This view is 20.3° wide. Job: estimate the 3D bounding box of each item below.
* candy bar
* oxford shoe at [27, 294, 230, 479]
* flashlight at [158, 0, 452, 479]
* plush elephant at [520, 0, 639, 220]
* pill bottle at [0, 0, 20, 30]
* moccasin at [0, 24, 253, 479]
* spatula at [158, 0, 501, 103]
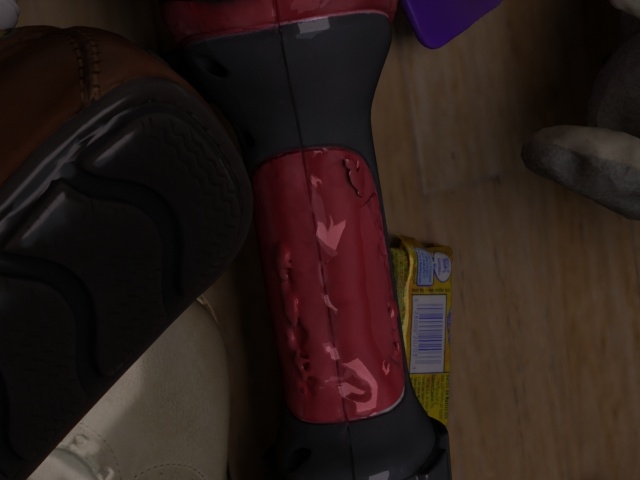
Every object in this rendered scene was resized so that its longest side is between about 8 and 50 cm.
[{"bbox_3d":[0.042,0.077,0.814,0.040,0.018,0.161,2,91,-33],"label":"candy bar"},{"bbox_3d":[-0.098,0.197,0.647,0.140,0.146,0.397,20,80,-30],"label":"oxford shoe"},{"bbox_3d":[0.000,0.000,0.701,0.103,0.103,0.304,-21,109,-38],"label":"flashlight"},{"bbox_3d":[0.215,-0.107,0.800,0.272,0.255,0.330,26,45,-65],"label":"plush elephant"},{"bbox_3d":[-0.118,-0.133,0.668,0.067,0.067,0.120,28,77,-31],"label":"pill bottle"},{"bbox_3d":[-0.196,0.065,0.587,0.380,0.147,0.139,-50,133,-11],"label":"moccasin"},{"bbox_3d":[-0.017,-0.088,0.759,0.296,0.030,0.084,-33,112,-28],"label":"spatula"}]
